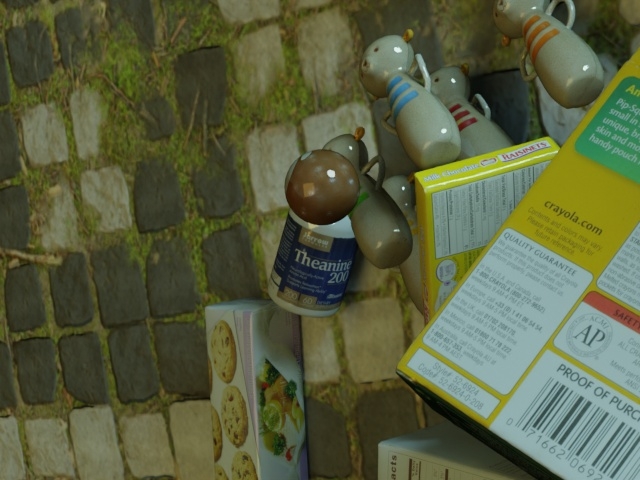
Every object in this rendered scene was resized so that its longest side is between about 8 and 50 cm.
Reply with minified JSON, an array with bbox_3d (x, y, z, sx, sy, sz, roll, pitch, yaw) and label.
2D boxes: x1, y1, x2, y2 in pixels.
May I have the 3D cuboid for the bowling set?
[{"bbox_3d":[0.058,-0.081,1.158,0.287,0.199,0.154,-61,37,32],"label":"bowling set"}]

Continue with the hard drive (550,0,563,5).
[{"bbox_3d":[0.177,-0.227,1.162,0.135,0.022,0.094,-21,83,43],"label":"hard drive"}]

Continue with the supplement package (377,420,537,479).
[{"bbox_3d":[0.142,0.212,1.210,0.179,0.105,0.105,10,104,43],"label":"supplement package"}]

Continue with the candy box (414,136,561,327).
[{"bbox_3d":[0.125,0.023,1.144,0.027,0.105,0.206,-121,19,-47],"label":"candy box"}]

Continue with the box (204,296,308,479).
[{"bbox_3d":[-0.054,0.214,1.426,0.067,0.063,0.324,5,100,44],"label":"box"}]

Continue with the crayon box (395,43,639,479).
[{"bbox_3d":[0.229,0.020,1.035,0.203,0.083,0.323,32,81,36],"label":"crayon box"}]

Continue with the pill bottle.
[{"bbox_3d":[0.000,0.000,1.337,0.067,0.067,0.120,34,119,35],"label":"pill bottle"}]
